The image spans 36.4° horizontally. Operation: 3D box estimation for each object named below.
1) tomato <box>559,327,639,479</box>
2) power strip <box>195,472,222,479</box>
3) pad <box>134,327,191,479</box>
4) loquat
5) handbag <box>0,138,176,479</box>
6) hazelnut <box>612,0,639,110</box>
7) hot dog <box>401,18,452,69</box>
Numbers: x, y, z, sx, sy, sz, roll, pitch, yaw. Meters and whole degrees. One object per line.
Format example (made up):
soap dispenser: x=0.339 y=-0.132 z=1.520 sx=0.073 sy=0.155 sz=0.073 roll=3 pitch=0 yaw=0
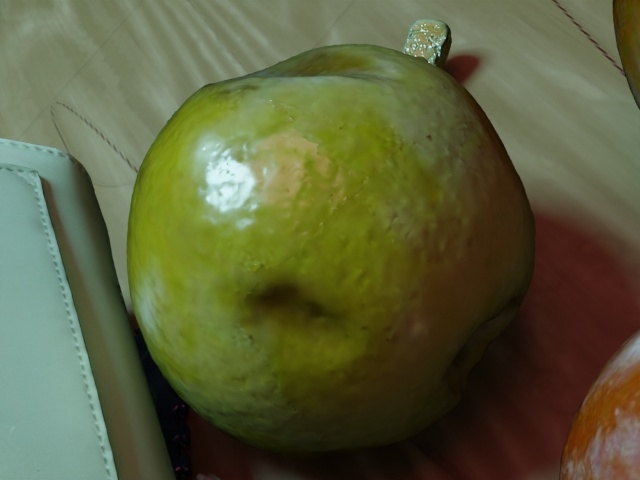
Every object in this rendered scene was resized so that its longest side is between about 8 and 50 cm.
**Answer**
tomato: x=0.195 y=0.096 z=0.337 sx=0.232 sy=0.189 sz=0.232 roll=-12 pitch=44 yaw=12
power strip: x=0.000 y=0.164 z=0.448 sx=0.191 sy=0.047 sz=0.030 roll=26 pitch=67 yaw=38
pad: x=-0.194 y=0.179 z=0.535 sx=0.268 sy=0.012 sz=0.270 roll=-18 pitch=46 yaw=5
loquat: x=0.003 y=-0.004 z=0.490 sx=0.213 sy=0.213 sz=0.213 roll=-11 pitch=46 yaw=12
handbag: x=-0.180 y=0.111 z=0.426 sx=0.236 sy=0.160 sz=0.359 roll=1 pitch=45 yaw=-30
hazelnut: x=0.271 y=-0.112 z=0.516 sx=0.214 sy=0.176 sz=0.214 roll=-4 pitch=82 yaw=31
hot dog: x=0.067 y=-0.112 z=0.685 sx=0.030 sy=0.034 sz=0.090 roll=19 pitch=77 yaw=21
